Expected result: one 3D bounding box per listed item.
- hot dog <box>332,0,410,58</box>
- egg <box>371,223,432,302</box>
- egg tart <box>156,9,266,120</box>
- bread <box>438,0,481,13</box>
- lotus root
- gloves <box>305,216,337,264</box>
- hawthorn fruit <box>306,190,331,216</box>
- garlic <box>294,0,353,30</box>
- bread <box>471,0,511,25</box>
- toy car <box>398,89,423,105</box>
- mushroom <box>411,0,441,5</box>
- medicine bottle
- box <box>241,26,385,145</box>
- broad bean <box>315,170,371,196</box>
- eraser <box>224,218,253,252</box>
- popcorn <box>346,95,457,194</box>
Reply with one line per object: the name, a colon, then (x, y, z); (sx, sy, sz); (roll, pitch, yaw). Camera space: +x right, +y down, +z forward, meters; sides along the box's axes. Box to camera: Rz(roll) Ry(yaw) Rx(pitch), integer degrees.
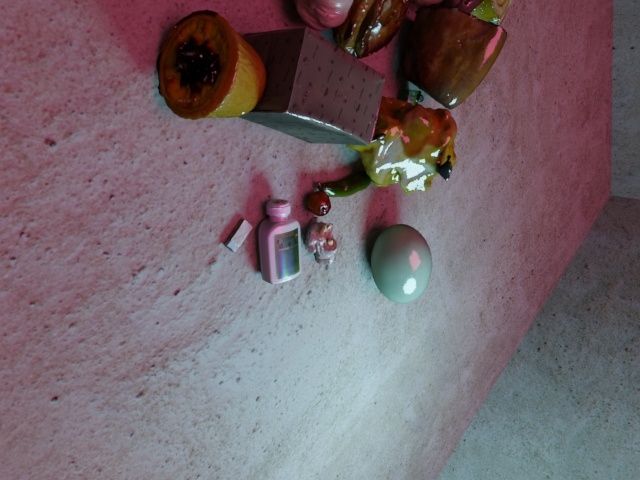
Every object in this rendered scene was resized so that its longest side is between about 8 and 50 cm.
hot dog: (0.143, -0.676, 1.276); (0.267, 0.174, 0.387); (-14, 115, -67)
egg: (0.270, 0.080, 1.645); (0.203, 0.203, 0.283); (-30, 122, -36)
egg tart: (-0.220, -0.343, 1.014); (0.171, 0.215, 0.215); (2, 102, -61)
bread: (0.469, -0.770, 1.485); (0.102, 0.337, 0.183); (48, 43, -5)
lotus root: (0.383, -0.563, 1.540); (0.316, 0.316, 0.250); (14, 108, -47)
gloves: (0.002, 0.008, 1.426); (0.094, 0.110, 0.144); (-12, 119, 3)
hawthorn fruit: (-0.003, -0.103, 1.395); (0.077, 0.077, 0.077); (-17, 115, -41)
garlic: (-0.036, -0.609, 1.146); (0.226, 0.199, 0.199); (5, 100, -20)
bread: (0.607, -0.879, 1.737); (0.257, 0.124, 0.186); (-53, 140, -21)
toy car: (0.277, -0.407, 1.591); (0.062, 0.071, 0.165); (8, 97, -32)
mushroom: (0.320, -0.785, 1.456); (0.127, 0.166, 0.166); (-75, 159, -62)
medicine bottle: (-0.109, 0.001, 1.321); (0.115, 0.078, 0.219); (-19, 117, -39)
box: (-0.032, -0.354, 1.176); (0.297, 0.225, 0.190); (7, 96, -47)
broad bean: (0.084, -0.167, 1.487); (0.254, 0.046, 0.065); (-19, 103, -40)
eraser: (-0.210, -0.012, 1.255); (0.083, 0.019, 0.038); (-57, 137, -15)
popcorn: (0.252, -0.290, 1.446); (0.316, 0.297, 0.281); (47, 27, -25)
